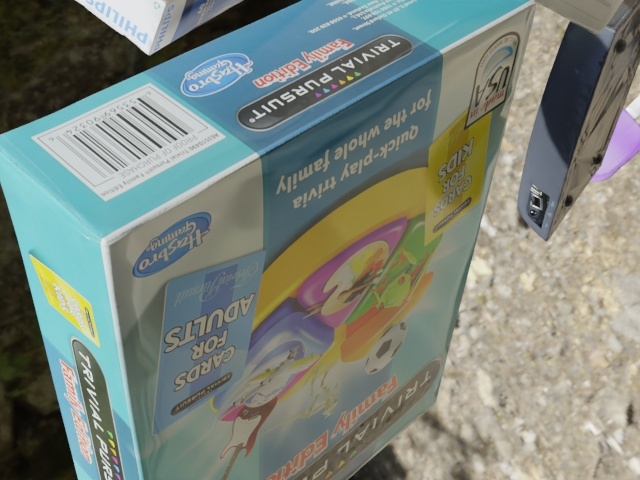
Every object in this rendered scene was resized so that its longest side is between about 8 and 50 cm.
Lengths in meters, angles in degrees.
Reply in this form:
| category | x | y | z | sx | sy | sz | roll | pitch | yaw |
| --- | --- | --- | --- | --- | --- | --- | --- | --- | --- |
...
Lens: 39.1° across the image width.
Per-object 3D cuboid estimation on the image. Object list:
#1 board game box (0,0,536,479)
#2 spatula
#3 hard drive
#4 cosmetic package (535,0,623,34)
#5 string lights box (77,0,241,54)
| category | x | y | z | sx | sy | sz | roll | pitch | yaw |
| --- | --- | --- | --- | --- | --- | --- | --- | --- | --- |
| board game box | -0.018 | 0.042 | 0.501 | 0.079 | 0.254 | 0.336 | 37 | 143 | 29 |
| spatula | 0.402 | -0.186 | 1.046 | 0.296 | 0.030 | 0.084 | -44 | 78 | 21 |
| hard drive | 0.264 | -0.138 | 0.890 | 0.054 | 0.172 | 0.254 | 27 | 141 | 21 |
| cosmetic package | 0.141 | -0.292 | 0.553 | 0.224 | 0.138 | 0.224 | 50 | 118 | 29 |
| string lights box | -0.170 | -0.328 | 1.074 | 0.133 | 0.259 | 0.076 | 36 | 132 | 5 |
